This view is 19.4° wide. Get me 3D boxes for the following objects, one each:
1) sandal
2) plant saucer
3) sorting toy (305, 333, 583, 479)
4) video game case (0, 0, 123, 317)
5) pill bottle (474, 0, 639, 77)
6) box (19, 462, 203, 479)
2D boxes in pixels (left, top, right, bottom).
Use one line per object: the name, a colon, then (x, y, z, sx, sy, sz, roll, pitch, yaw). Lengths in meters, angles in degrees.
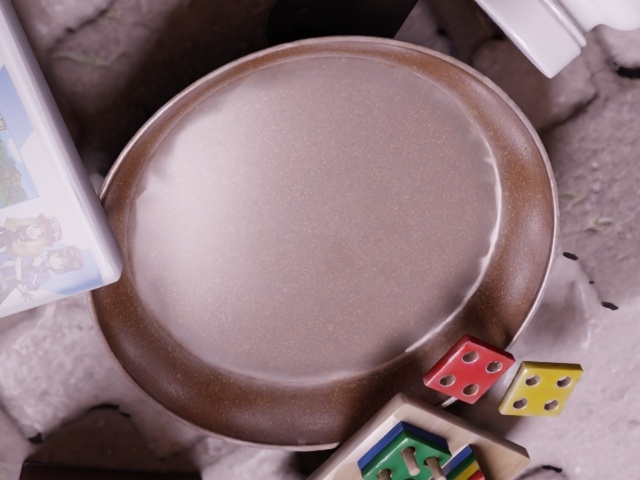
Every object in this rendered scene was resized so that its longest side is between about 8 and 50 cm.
sandal: (0.059, -0.201, 1.155, 0.097, 0.054, 0.254, 22, 106, -22)
plant saucer: (0.000, 0.000, 1.216, 0.310, 0.050, 0.311, -6, 121, -9)
sorting toy: (0.069, 0.176, 1.295, 0.132, 0.046, 0.274, 27, 118, -37)
video game case: (-0.313, -0.075, 1.095, 0.300, 0.036, 0.329, -17, 116, 8)
pill bottle: (0.191, -0.208, 1.147, 0.221, 0.124, 0.124, -42, 116, 6)
box: (-0.123, 0.313, 1.153, 0.143, 0.381, 0.191, 8, 110, -15)
